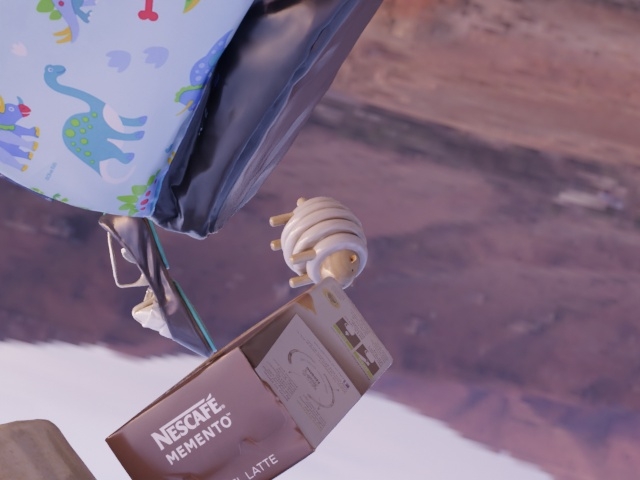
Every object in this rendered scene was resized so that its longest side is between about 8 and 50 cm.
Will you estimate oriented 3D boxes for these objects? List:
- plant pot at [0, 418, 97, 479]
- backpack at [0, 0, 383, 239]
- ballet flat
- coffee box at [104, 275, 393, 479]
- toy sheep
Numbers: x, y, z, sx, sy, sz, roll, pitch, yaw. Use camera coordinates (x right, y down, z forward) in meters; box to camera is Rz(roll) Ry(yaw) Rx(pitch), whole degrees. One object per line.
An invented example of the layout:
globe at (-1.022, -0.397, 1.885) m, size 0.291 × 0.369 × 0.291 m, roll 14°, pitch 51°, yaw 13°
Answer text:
plant pot at (-0.226, 0.316, 1.245) m, size 0.305 × 0.334 × 0.334 m, roll 57°, pitch -171°, yaw 12°
backpack at (-0.164, -0.174, 0.997) m, size 0.355 × 0.290 × 0.273 m, roll 38°, pitch -144°, yaw 2°
ballet flat at (-0.186, 0.048, 1.837) m, size 0.074 × 0.203 × 0.074 m, roll -25°, pitch -173°, yaw 3°
coffee box at (-0.049, 0.127, 1.342) m, size 0.098 × 0.141 × 0.246 m, roll 54°, pitch -161°, yaw 0°
toy sheep at (0.000, 0.000, 1.637) m, size 0.091 × 0.091 × 0.132 m, roll 17°, pitch -147°, yaw -39°
